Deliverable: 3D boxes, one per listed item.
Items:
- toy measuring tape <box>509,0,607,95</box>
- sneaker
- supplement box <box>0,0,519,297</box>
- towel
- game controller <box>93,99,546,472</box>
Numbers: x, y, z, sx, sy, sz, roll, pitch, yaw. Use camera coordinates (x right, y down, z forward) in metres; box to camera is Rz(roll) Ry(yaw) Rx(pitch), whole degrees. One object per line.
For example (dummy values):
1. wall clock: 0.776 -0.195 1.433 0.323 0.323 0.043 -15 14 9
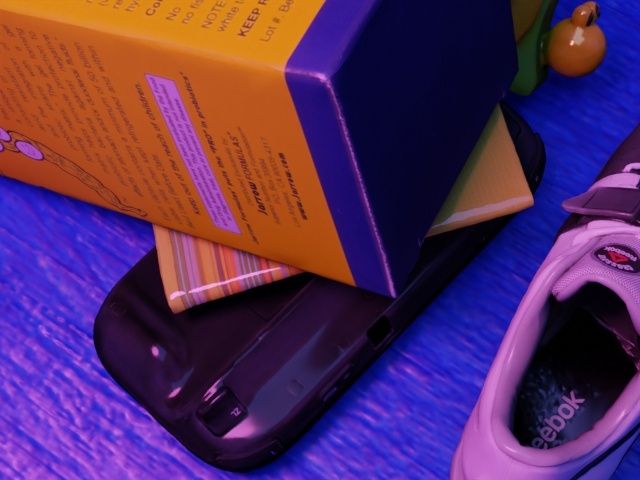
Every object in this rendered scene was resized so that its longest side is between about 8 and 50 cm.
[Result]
1. toy measuring tape: 0.055 -0.209 0.887 0.330 0.121 0.121 28 71 13
2. sneaker: 0.193 0.027 0.769 0.122 0.146 0.330 26 69 14
3. supplement box: -0.086 -0.136 0.770 0.356 0.195 0.194 17 60 25
4. towel: 0.008 -0.028 0.806 0.237 0.021 0.102 -16 58 4
5. game controller: 0.000 0.000 0.841 0.319 0.067 0.166 -44 57 -16
